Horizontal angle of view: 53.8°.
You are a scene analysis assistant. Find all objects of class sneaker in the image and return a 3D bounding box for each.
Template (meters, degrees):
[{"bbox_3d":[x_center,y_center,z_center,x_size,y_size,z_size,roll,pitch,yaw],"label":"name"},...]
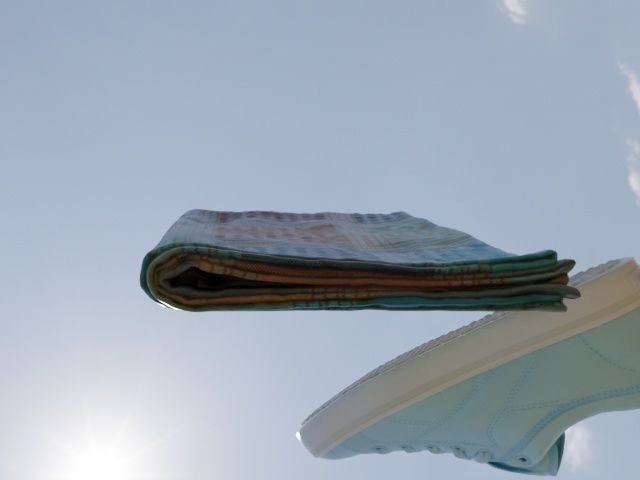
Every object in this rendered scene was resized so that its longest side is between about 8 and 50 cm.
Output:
[{"bbox_3d":[0.139,0.158,0.569,0.135,0.366,0.150,-10,-109,-59],"label":"sneaker"}]

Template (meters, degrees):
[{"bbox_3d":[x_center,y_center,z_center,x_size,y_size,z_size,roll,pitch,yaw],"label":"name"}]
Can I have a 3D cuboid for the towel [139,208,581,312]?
[{"bbox_3d":[0.000,0.000,0.544,0.271,0.370,0.040,1,-82,-10],"label":"towel"}]
